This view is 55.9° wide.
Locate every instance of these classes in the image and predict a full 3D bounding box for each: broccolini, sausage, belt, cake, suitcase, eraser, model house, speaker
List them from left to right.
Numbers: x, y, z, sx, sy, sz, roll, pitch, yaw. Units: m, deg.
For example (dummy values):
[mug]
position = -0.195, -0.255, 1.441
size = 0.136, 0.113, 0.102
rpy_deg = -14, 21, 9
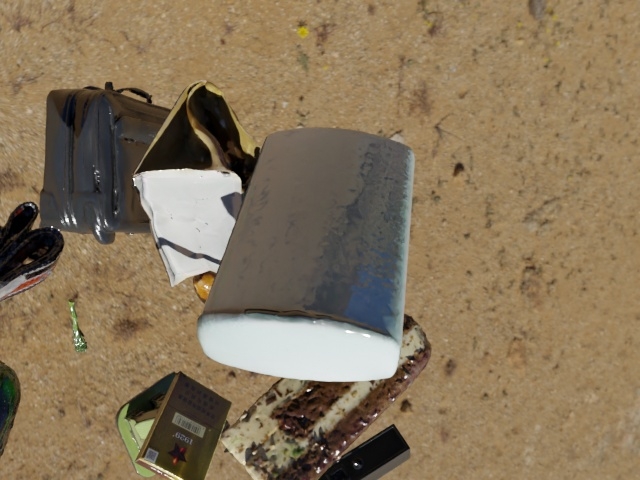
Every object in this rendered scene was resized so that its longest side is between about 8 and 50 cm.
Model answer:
[belt]
position = -0.485, 0.088, 0.812
size = 0.126, 0.094, 0.359
rpy_deg = 37, 41, -15
[broccolini]
position = -0.556, 0.194, 1.382
size = 0.035, 0.030, 0.139
rpy_deg = -42, 137, -58
[suitcase]
position = -0.438, -0.166, 1.320
size = 0.345, 0.188, 0.339
rpy_deg = -8, 100, -72
[model house]
position = -0.299, 0.444, 1.418
size = 0.218, 0.279, 0.204
rpy_deg = -35, 112, -47
[sausage]
position = -0.282, 0.150, 1.727
size = 0.302, 0.076, 0.102
rpy_deg = 37, 70, -70
[eraser]
position = 0.000, 0.000, 0.642
size = 0.189, 0.290, 0.104
rpy_deg = 4, 136, 9
[cake]
position = 0.006, 0.177, 0.662
size = 0.246, 0.112, 0.135
rpy_deg = -47, 167, 16
[speaker]
position = 0.024, 0.304, 0.764
size = 0.191, 0.040, 0.046
rpy_deg = -27, 144, -12

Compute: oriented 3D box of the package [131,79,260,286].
[package]
position = -0.157, -0.063, 0.981
size = 0.311, 0.165, 0.221
rpy_deg = 96, 12, -55

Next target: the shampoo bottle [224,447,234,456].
[shampoo bottle]
position = -0.208, 0.549, 1.581
size = 0.048, 0.027, 0.137
rpy_deg = -44, 152, -1

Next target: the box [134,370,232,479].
[box]
position = -0.177, 0.251, 0.798
size = 0.090, 0.023, 0.133
rpy_deg = 34, 41, -16

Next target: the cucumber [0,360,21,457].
[cucumber]
position = -0.330, 0.213, 0.531
size = 0.074, 0.074, 0.241
rpy_deg = 26, 98, -33
